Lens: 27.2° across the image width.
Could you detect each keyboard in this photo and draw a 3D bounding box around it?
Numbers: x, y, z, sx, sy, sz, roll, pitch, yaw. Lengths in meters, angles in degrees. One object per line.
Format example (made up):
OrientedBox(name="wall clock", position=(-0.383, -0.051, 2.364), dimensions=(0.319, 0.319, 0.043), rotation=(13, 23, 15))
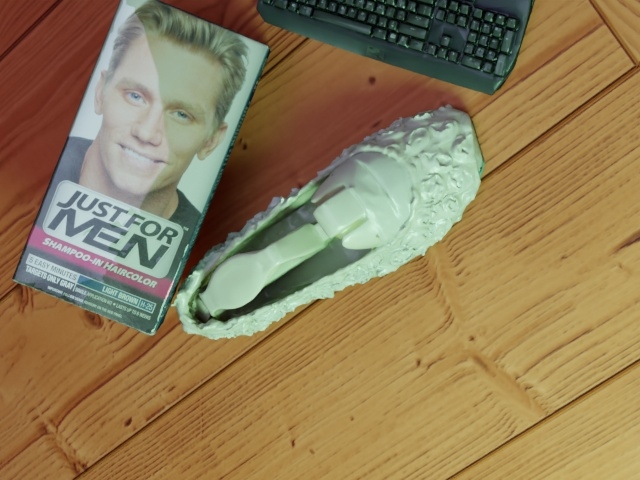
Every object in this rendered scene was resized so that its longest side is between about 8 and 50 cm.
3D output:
OrientedBox(name="keyboard", position=(0.084, -0.293, 1.434), dimensions=(0.317, 0.033, 0.201), rotation=(21, 103, 22))

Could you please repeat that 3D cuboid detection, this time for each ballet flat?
OrientedBox(name="ballet flat", position=(0.000, 0.000, 1.448), dimensions=(0.409, 0.147, 0.147), rotation=(-35, 80, 24))

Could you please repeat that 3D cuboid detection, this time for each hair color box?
OrientedBox(name="hair color box", position=(-0.198, -0.088, 1.488), dimensions=(0.174, 0.105, 0.347), rotation=(21, 94, -3))
